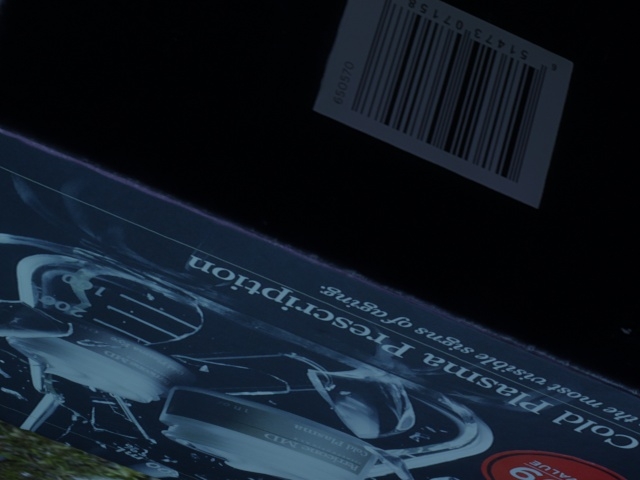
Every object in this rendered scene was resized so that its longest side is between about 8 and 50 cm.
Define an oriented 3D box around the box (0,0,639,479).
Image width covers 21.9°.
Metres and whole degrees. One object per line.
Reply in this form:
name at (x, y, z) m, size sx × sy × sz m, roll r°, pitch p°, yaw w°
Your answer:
box at (0.000, 0.000, 0.748) m, size 0.343 × 0.179 × 0.312 m, roll 23°, pitch 154°, yaw -11°
